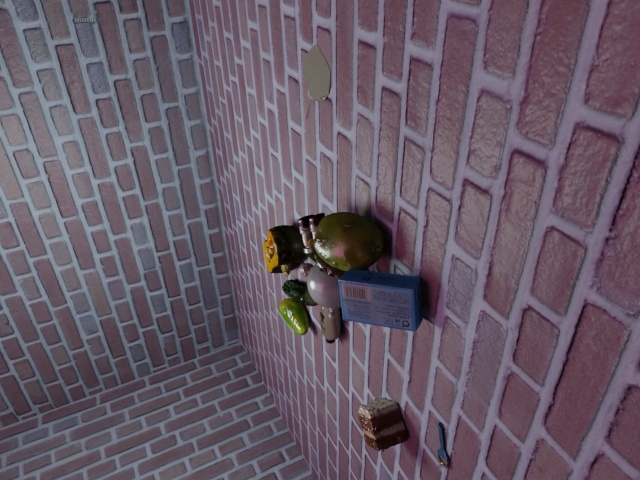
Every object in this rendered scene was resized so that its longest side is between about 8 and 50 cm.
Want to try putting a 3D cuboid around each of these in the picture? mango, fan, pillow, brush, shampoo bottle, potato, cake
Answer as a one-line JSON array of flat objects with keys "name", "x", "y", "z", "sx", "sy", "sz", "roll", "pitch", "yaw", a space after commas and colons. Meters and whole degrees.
[{"name": "mango", "x": -0.122, "y": 0.369, "z": 2.484, "sx": 0.233, "sy": 0.111, "sz": 0.125, "roll": 49, "pitch": 153, "yaw": 44}, {"name": "fan", "x": -0.028, "y": -0.512, "z": 1.725, "sx": 0.182, "sy": 0.010, "sz": 0.310, "roll": 65, "pitch": 154, "yaw": 21}, {"name": "pillow", "x": 0.076, "y": 0.101, "z": 1.656, "sx": 0.241, "sy": 0.093, "sz": 0.051, "roll": 25, "pitch": 132, "yaw": 8}, {"name": "brush", "x": 0.381, "y": 0.639, "z": 1.583, "sx": 0.051, "sy": 0.014, "sz": 0.164, "roll": 25, "pitch": 127, "yaw": 61}, {"name": "shampoo bottle", "x": 0.040, "y": 0.327, "z": 2.095, "sx": 0.127, "sy": 0.078, "sz": 0.256, "roll": 43, "pitch": 146, "yaw": 46}, {"name": "potato", "x": 0.083, "y": 0.001, "z": 1.592, "sx": 0.254, "sy": 0.186, "sz": 0.148, "roll": 2, "pitch": 146, "yaw": 39}, {"name": "cake", "x": 0.223, "y": 0.660, "z": 1.831, "sx": 0.134, "sy": 0.135, "sz": 0.147, "roll": 167, "pitch": 91, "yaw": -69}]

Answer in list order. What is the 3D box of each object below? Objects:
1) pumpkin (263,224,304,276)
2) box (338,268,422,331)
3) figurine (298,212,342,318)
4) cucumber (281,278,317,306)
[{"name": "pumpkin", "x": -0.172, "y": 0.063, "z": 2.337, "sx": 0.317, "sy": 0.140, "sz": 0.221, "roll": 131, "pitch": 122, "yaw": -64}, {"name": "box", "x": 0.177, "y": 0.172, "z": 1.482, "sx": 0.233, "sy": 0.083, "sz": 0.142, "roll": 4, "pitch": 115, "yaw": 26}, {"name": "figurine", "x": 0.020, "y": 0.087, "z": 1.781, "sx": 0.282, "sy": 0.167, "sz": 0.369, "roll": -7, "pitch": 106, "yaw": 38}, {"name": "cucumber", "x": -0.106, "y": 0.239, "z": 2.367, "sx": 0.359, "sy": 0.096, "sz": 0.096, "roll": 5, "pitch": 110, "yaw": 66}]
